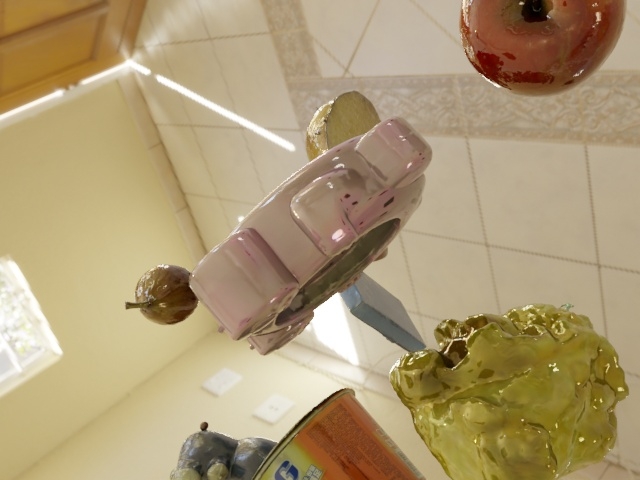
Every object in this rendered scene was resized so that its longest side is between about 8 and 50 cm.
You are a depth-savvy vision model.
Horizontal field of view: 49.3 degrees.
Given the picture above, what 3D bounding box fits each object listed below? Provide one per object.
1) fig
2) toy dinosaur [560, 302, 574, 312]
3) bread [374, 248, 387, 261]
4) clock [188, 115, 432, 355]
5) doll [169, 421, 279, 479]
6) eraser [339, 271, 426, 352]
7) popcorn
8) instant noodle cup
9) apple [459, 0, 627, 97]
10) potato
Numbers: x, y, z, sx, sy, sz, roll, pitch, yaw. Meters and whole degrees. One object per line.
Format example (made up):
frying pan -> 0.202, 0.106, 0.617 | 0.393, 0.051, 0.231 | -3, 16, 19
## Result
fig -> -0.216, 0.080, 0.937 | 0.088, 0.125, 0.089 | 2, 102, 10
toy dinosaur -> 0.491, 0.157, 1.456 | 0.021, 0.062, 0.083 | 43, 150, -27
bread -> 0.011, -0.012, 1.633 | 0.328, 0.294, 0.114 | -95, 7, -85
clock -> 0.000, 0.000, 0.881 | 0.113, 0.322, 0.295 | 48, 174, 13
doll -> -0.170, 0.474, 1.435 | 0.258, 0.154, 0.228 | 18, 159, -6
eraser -> 0.120, 0.139, 1.475 | 0.312, 0.042, 0.144 | 38, -161, -50
popcorn -> 0.239, 0.191, 0.860 | 0.242, 0.250, 0.235 | 64, 156, 10
instant noodle cup -> 0.037, 0.435, 1.219 | 0.214, 0.296, 0.296 | 40, 144, 22
apple -> 0.245, -0.250, 0.772 | 0.180, 0.168, 0.181 | 10, 113, 25
potato -> 0.052, -0.197, 1.558 | 0.115, 0.299, 0.239 | -19, 112, 34
